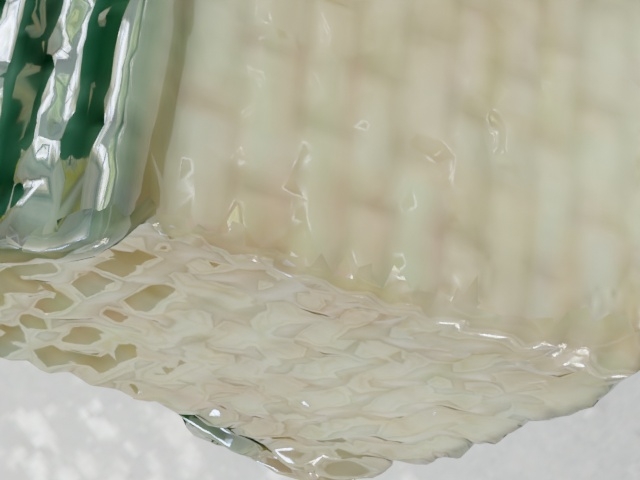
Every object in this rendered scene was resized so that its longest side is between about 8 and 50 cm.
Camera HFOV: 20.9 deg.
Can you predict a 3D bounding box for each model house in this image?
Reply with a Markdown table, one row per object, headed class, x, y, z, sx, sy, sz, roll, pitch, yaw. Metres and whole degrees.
| class | x | y | z | sx | sy | sz | roll | pitch | yaw |
| --- | --- | --- | --- | --- | --- | --- | --- | --- | --- |
| model house | -0.078 | -0.148 | 0.811 | 0.395 | 0.400 | 0.446 | -23 | 55 | 55 |
